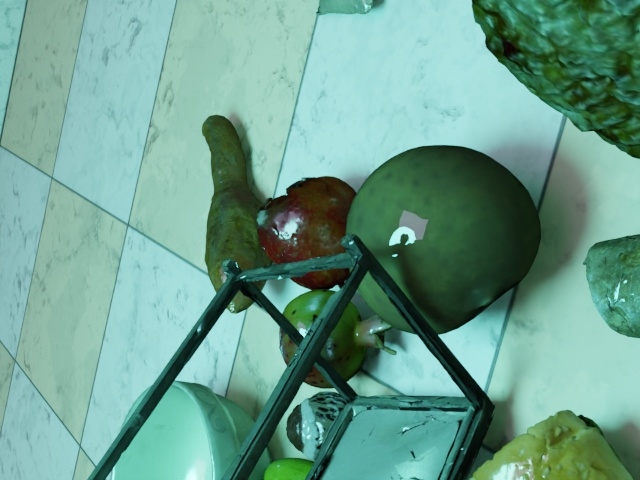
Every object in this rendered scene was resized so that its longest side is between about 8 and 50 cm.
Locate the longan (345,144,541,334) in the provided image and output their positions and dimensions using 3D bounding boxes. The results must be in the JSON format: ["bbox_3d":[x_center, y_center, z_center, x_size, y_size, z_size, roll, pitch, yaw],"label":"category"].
[{"bbox_3d":[0.125,-0.006,0.865,0.220,0.196,0.197,-44,51,44],"label":"longan"}]

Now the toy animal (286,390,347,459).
[{"bbox_3d":[0.018,0.240,1.035,0.137,0.098,0.098,-11,75,44],"label":"toy animal"}]

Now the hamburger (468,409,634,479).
[{"bbox_3d":[0.226,0.274,0.722,0.155,0.135,0.208,-59,39,35],"label":"hamburger"}]

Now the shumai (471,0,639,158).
[{"bbox_3d":[0.342,-0.219,0.535,0.395,0.395,0.348,23,82,51],"label":"shumai"}]

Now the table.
[{"bbox_3d":[-0.036,0.217,0.798,0.222,0.272,0.335,-10,38,47],"label":"table"}]

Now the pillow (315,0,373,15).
[{"bbox_3d":[0.057,-0.430,1.142,0.148,0.050,0.230,31,107,60],"label":"pillow"}]

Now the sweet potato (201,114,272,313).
[{"bbox_3d":[-0.134,-0.043,1.276,0.109,0.109,0.385,-47,38,36],"label":"sweet potato"}]

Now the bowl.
[{"bbox_3d":[-0.178,0.363,1.206,0.307,0.163,0.307,-14,72,51],"label":"bowl"}]

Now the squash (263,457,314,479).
[{"bbox_3d":[0.024,0.330,1.020,0.292,0.082,0.082,-4,81,50],"label":"squash"}]

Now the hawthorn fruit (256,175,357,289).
[{"bbox_3d":[0.000,0.000,1.082,0.148,0.148,0.172,-29,89,46],"label":"hawthorn fruit"}]

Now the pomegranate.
[{"bbox_3d":[0.022,0.131,1.043,0.159,0.129,0.129,15,97,13],"label":"pomegranate"}]

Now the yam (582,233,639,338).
[{"bbox_3d":[0.316,0.038,0.689,0.183,0.107,0.107,-7,78,55],"label":"yam"}]
